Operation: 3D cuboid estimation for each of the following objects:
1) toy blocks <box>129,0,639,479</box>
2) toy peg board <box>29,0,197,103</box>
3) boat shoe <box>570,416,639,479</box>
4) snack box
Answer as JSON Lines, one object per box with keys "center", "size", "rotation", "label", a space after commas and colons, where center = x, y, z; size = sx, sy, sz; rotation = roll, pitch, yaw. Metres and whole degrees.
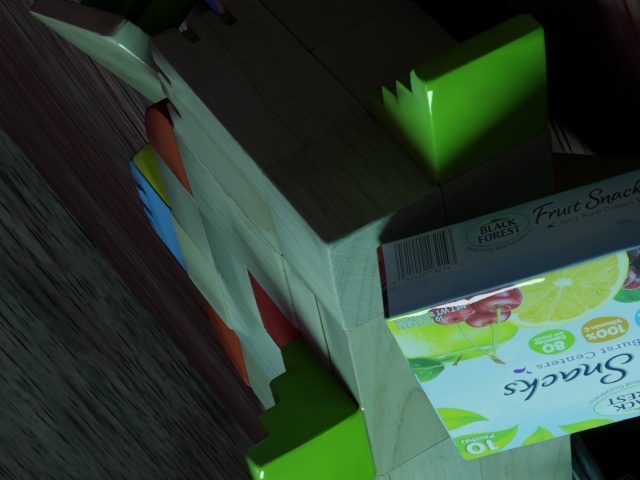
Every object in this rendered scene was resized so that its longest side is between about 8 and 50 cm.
{"center": [0.000, 0.000, 0.738], "size": [0.261, 0.190, 0.381], "rotation": [50, 161, 40], "label": "toy blocks"}
{"center": [-0.066, -0.113, 0.923], "size": [0.160, 0.079, 0.161], "rotation": [35, 176, -29], "label": "toy peg board"}
{"center": [0.207, 0.163, 0.731], "size": [0.306, 0.113, 0.105], "rotation": [-126, 19, -49], "label": "boat shoe"}
{"center": [0.102, 0.024, 0.560], "size": [0.100, 0.141, 0.037], "rotation": [58, -160, -48], "label": "snack box"}
